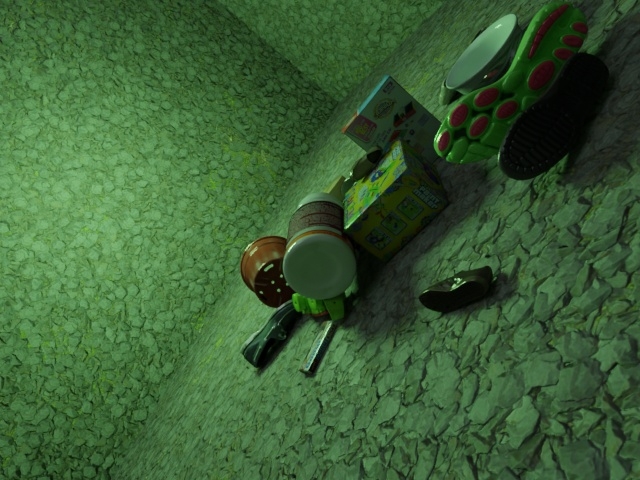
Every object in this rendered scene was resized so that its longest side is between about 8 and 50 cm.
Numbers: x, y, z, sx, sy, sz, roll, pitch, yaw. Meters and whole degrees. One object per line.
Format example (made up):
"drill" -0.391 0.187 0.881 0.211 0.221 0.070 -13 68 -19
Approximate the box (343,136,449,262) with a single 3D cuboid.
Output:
"box" 0.229 -0.135 1.623 0.279 0.177 0.290 -46 16 25

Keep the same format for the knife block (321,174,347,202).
"knife block" 0.028 -0.151 2.404 0.275 0.088 0.242 -38 22 42

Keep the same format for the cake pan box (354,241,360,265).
"cake pan box" 0.053 0.063 1.911 0.267 0.070 0.246 -41 22 34

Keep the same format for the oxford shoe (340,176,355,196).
"oxford shoe" 0.174 -0.277 2.326 0.212 0.076 0.076 -47 -13 30

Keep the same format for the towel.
"towel" 0.550 -0.660 1.950 0.282 0.049 0.187 -55 -12 -1

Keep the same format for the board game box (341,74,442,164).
"board game box" 0.269 -0.370 1.751 0.242 0.316 0.064 -49 16 12

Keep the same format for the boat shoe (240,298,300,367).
"boat shoe" -0.165 0.351 1.930 0.319 0.116 0.099 -45 60 6

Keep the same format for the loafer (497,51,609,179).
"loafer" 0.532 -0.265 1.177 0.366 0.133 0.130 -47 -13 -13

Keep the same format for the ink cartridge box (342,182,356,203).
"ink cartridge box" 0.190 -0.192 1.939 0.189 0.097 0.255 -43 -7 -27

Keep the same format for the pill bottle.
"pill bottle" 0.000 0.000 1.677 0.224 0.224 0.392 -47 18 21

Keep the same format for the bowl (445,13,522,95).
"bowl" 0.567 -0.580 1.681 0.298 0.134 0.298 -47 17 19

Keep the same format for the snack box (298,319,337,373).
"snack box" -0.007 0.331 1.587 0.064 0.022 0.178 -24 33 58

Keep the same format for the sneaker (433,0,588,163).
"sneaker" 0.503 -0.394 1.360 0.483 0.185 0.202 -47 -2 11

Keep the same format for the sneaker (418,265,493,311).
"sneaker" 0.304 0.107 1.131 0.188 0.066 0.071 -25 15 50

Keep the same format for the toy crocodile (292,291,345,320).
"toy crocodile" -0.005 0.211 1.711 0.115 0.105 0.340 -14 -2 -25

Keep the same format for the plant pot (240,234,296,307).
"plant pot" -0.180 0.139 2.047 0.272 0.272 0.265 -53 17 2

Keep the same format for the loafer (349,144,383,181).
"loafer" 0.151 -0.257 1.682 0.148 0.056 0.050 -52 8 3
